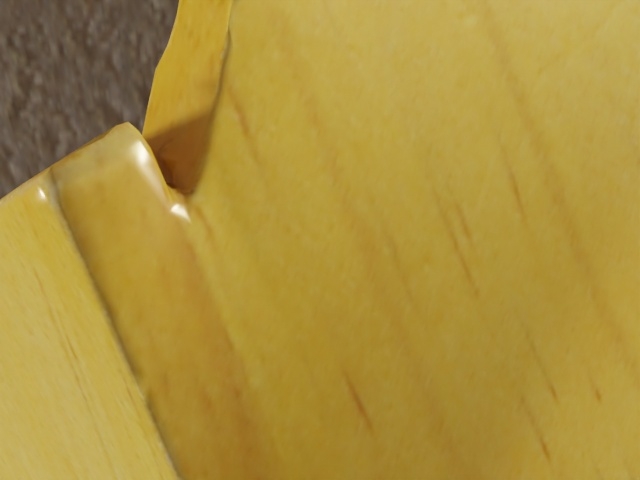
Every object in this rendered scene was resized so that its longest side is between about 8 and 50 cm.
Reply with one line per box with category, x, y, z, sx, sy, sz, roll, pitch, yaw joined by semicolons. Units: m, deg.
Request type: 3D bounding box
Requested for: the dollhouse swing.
dollhouse swing;0.000;0.000;0.648;0.347;0.305;0.315;-38;120;-32
